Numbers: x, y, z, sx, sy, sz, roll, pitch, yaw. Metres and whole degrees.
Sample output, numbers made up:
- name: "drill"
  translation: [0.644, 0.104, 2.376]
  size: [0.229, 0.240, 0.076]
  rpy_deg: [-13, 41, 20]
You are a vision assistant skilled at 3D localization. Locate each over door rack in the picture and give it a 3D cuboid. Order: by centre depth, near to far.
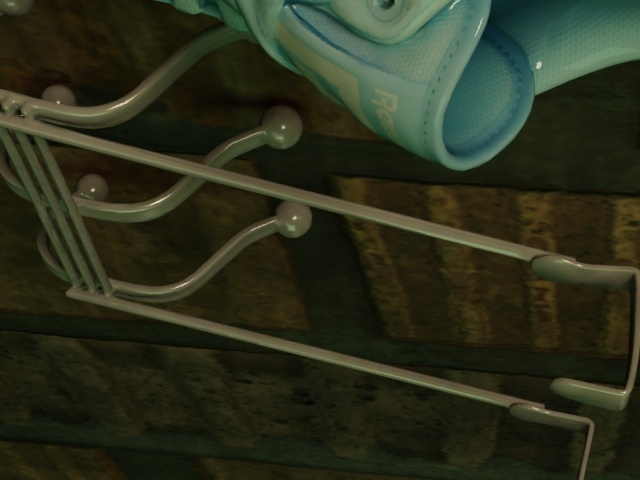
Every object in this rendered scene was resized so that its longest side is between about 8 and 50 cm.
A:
- name: "over door rack"
  translation: [0.000, 0.000, 0.837]
  size: [0.324, 0.108, 0.239]
  rpy_deg: [25, 162, 13]

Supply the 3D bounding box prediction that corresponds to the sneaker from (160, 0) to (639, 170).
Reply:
- name: "sneaker"
  translation: [0.005, -0.099, 0.554]
  size: [0.366, 0.150, 0.135]
  rpy_deg: [-2, 156, 24]
